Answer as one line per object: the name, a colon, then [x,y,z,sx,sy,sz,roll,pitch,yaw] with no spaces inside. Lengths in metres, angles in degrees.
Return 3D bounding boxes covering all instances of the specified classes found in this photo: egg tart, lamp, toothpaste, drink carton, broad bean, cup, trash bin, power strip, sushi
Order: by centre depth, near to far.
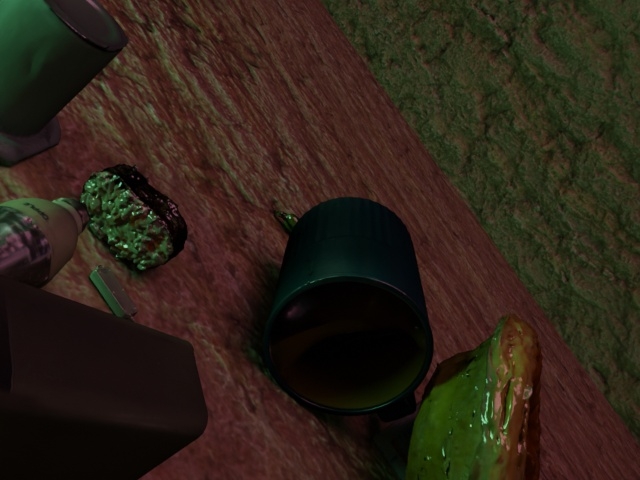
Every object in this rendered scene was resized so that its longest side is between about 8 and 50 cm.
trash bin: [-0.242,0.139,0.627,0.240,0.164,0.122,29,31,-48]
lamp: [-0.323,0.013,0.737,0.101,0.101,0.250,48,26,-6]
power strip: [-0.255,0.067,0.887,0.083,0.017,0.027,54,24,9]
drink carton: [-0.371,-0.242,0.918,0.185,0.189,0.191,46,19,-7]
sushi: [-0.249,-0.030,0.957,0.150,0.090,0.078,48,19,-3]
egg tart: [0.237,0.319,1.093,0.443,0.178,0.443,5,90,-69]
cup: [0.070,0.102,1.142,0.308,0.242,0.292,30,25,-14]
toothpaste: [0.168,0.328,1.242,0.089,0.057,0.234,52,29,9]
broad bean: [0.000,0.003,1.436,0.227,0.039,0.069,35,21,-32]
